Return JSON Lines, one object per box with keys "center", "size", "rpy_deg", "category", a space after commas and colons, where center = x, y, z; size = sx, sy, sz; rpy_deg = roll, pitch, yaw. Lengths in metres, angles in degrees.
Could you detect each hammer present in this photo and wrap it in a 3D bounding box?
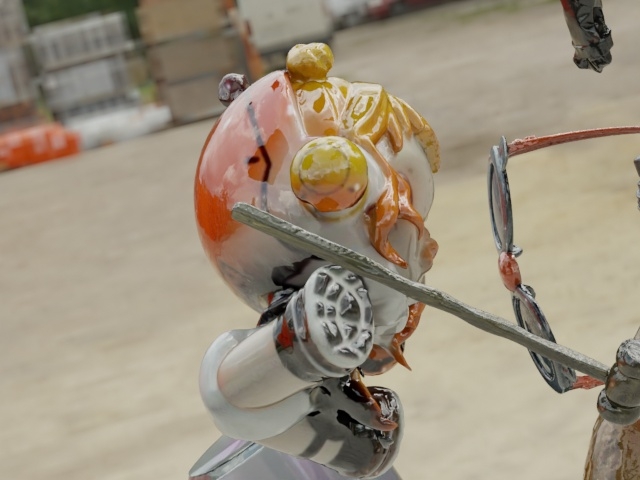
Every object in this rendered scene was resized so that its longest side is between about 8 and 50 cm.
{"center": [0.074, 0.035, 1.227], "size": [0.292, 0.058, 0.029], "rpy_deg": [24, 43, 12], "category": "hammer"}

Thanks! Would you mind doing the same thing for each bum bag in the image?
{"center": [0.219, -0.199, 1.629], "size": [0.034, 0.124, 0.058], "rpy_deg": [-27, 23, -19], "category": "bum bag"}

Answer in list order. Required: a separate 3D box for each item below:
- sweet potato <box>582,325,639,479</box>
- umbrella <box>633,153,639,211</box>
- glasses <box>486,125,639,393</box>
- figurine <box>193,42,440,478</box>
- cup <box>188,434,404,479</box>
{"center": [0.316, 0.226, 1.914], "size": [0.131, 0.337, 0.131], "rpy_deg": [2, -9, 0], "category": "sweet potato"}
{"center": [0.441, -0.003, 2.461], "size": [0.071, 0.224, 0.080], "rpy_deg": [-16, 6, 27], "category": "umbrella"}
{"center": [0.285, -0.001, 1.737], "size": [0.268, 0.234, 0.118], "rpy_deg": [-14, -13, -9], "category": "glasses"}
{"center": [-0.005, 0.002, 1.522], "size": [0.196, 0.323, 0.320], "rpy_deg": [-1, -32, 7], "category": "figurine"}
{"center": [0.009, 0.376, 2.379], "size": [0.253, 0.371, 0.253], "rpy_deg": [-36, 1, 0], "category": "cup"}
